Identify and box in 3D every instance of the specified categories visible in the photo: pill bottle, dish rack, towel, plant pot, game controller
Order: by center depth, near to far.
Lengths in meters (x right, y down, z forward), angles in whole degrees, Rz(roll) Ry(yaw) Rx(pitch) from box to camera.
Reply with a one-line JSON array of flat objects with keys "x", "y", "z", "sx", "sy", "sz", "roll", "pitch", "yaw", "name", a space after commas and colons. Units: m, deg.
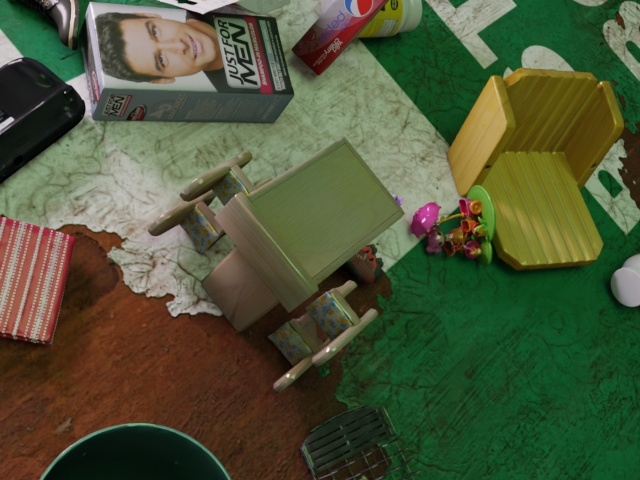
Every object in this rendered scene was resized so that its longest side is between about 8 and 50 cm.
[{"x": -0.280, "y": 0.423, "z": 1.177, "sx": 0.293, "sy": 0.235, "sz": 0.293, "roll": 11, "pitch": 63, "yaw": -22, "name": "plant pot"}, {"x": -0.544, "y": 0.049, "z": 1.339, "sx": 0.275, "sy": 0.031, "sz": 0.198, "roll": 15, "pitch": 64, "yaw": -21, "name": "towel"}, {"x": -0.556, "y": -0.194, "z": 1.445, "sx": 0.166, "sy": 0.067, "sz": 0.319, "roll": 35, "pitch": 54, "yaw": 9, "name": "game controller"}, {"x": 0.096, "y": 0.423, "z": 1.470, "sx": 0.208, "sy": 0.074, "sz": 0.271, "roll": -19, "pitch": 76, "yaw": -33, "name": "dish rack"}, {"x": 0.116, "y": -0.516, "z": 1.901, "sx": 0.209, "sy": 0.119, "sz": 0.119, "roll": -10, "pitch": 72, "yaw": -31, "name": "pill bottle"}, {"x": 0.774, "y": 0.079, "z": 1.955, "sx": 0.216, "sy": 0.121, "sz": 0.121, "roll": -18, "pitch": 76, "yaw": -32, "name": "pill bottle"}]

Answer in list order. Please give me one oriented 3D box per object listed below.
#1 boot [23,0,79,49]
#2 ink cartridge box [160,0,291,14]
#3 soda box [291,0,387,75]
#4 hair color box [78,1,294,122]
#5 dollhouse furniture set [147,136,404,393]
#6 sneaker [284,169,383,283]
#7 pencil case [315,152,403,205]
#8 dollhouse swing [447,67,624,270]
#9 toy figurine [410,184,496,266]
[{"x": -0.521, "y": -0.434, "z": 1.568, "sx": 0.137, "sy": 0.077, "sz": 0.197, "roll": -2, "pitch": 55, "yaw": -23, "name": "boot"}, {"x": -0.199, "y": -0.482, "z": 1.698, "sx": 0.181, "sy": 0.056, "sz": 0.225, "roll": 26, "pitch": 46, "yaw": 38, "name": "ink cartridge box"}, {"x": 0.060, "y": -0.469, "z": 1.758, "sx": 0.083, "sy": 0.263, "sz": 0.092, "roll": 42, "pitch": 24, "yaw": -6, "name": "soda box"}, {"x": -0.254, "y": -0.335, "z": 1.626, "sx": 0.375, "sy": 0.113, "sz": 0.185, "roll": -4, "pitch": 69, "yaw": -28, "name": "hair color box"}, {"x": -0.092, "y": 0.043, "z": 1.351, "sx": 0.362, "sy": 0.394, "sz": 0.256, "roll": 52, "pitch": 46, "yaw": 2, "name": "dollhouse furniture set"}, {"x": 0.000, "y": 0.000, "z": 1.611, "sx": 0.276, "sy": 0.098, "sz": 0.135, "roll": 46, "pitch": 71, "yaw": -13, "name": "sneaker"}, {"x": 0.060, "y": -0.095, "z": 1.690, "sx": 0.206, "sy": 0.088, "sz": 0.086, "roll": 24, "pitch": 56, "yaw": -15, "name": "pencil case"}, {"x": 0.513, "y": -0.152, "z": 1.843, "sx": 0.347, "sy": 0.315, "sz": 0.305, "roll": -2, "pitch": 48, "yaw": -29, "name": "dollhouse swing"}, {"x": 0.267, "y": -0.021, "z": 1.768, "sx": 0.159, "sy": 0.130, "sz": 0.173, "roll": -7, "pitch": 95, "yaw": -16, "name": "toy figurine"}]
